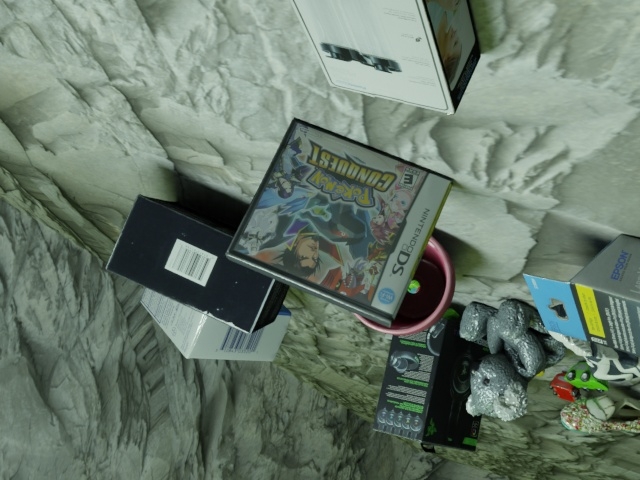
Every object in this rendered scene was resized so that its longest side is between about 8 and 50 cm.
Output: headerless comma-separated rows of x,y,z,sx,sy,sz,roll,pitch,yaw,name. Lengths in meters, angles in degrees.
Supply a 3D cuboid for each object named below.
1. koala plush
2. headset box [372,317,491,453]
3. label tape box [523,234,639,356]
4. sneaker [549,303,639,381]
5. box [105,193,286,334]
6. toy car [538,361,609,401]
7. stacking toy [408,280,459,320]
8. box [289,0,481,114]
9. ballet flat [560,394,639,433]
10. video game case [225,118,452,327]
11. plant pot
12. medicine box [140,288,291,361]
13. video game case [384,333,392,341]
0.377,0.260,1.831,0.203,0.221,0.196,30,162,-17,koala plush
0.254,0.323,2.001,0.131,0.283,0.246,6,168,39,headset box
0.499,0.098,1.367,0.334,0.105,0.240,17,161,29,label tape box
0.506,0.201,1.686,0.235,0.094,0.153,16,155,-4,sneaker
-0.244,0.051,2.019,0.343,0.178,0.312,24,-177,6,box
0.543,0.292,1.986,0.239,0.053,0.225,32,162,-23,toy car
0.176,0.111,1.980,0.221,0.052,0.167,4,155,47,stacking toy
0.059,-0.259,0.952,0.169,0.087,0.290,17,161,25,box
0.624,0.366,1.958,0.241,0.091,0.077,5,130,-29,ballet flat
0.031,-0.032,1.396,0.275,0.248,0.035,22,165,10,video game case
0.160,0.080,1.689,0.201,0.201,0.180,19,178,21,plant pot
-0.267,0.170,2.305,0.264,0.149,0.289,8,-158,-40,medicine box
0.288,0.294,2.414,0.173,0.022,0.190,33,163,-25,video game case
